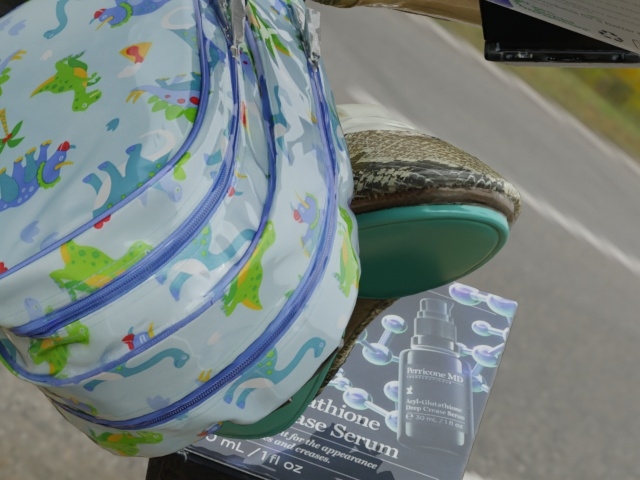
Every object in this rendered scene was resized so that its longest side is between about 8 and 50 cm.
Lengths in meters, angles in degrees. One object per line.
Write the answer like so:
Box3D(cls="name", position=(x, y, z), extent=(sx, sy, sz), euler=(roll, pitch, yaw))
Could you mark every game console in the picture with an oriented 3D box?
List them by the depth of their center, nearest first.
Box3D(cls="game console", position=(0.188, -0.168, 1.328), extent=(0.122, 0.071, 0.107), euler=(4, 3, 21))

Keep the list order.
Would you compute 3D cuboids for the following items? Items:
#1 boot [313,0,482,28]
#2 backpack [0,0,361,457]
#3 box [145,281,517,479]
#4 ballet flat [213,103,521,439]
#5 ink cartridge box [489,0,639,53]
Box3D(cls="boot", position=(0.060, -0.260, 1.687), extent=(0.269, 0.089, 0.236), euler=(1, 28, -42))
Box3D(cls="backpack", position=(-0.116, -0.035, 1.103), extent=(0.273, 0.290, 0.355), euler=(50, 19, -58))
Box3D(cls="box", position=(0.011, 0.206, 1.850), extent=(0.294, 0.212, 0.395), euler=(18, 37, 6))
Box3D(cls="ballet flat", position=(0.000, 0.000, 1.393), extent=(0.164, 0.483, 0.182), euler=(10, 61, -20))
Box3D(cls="ink cartridge box", position=(0.079, -0.197, 0.923), extent=(0.304, 0.072, 0.307), euler=(25, -5, 25))
